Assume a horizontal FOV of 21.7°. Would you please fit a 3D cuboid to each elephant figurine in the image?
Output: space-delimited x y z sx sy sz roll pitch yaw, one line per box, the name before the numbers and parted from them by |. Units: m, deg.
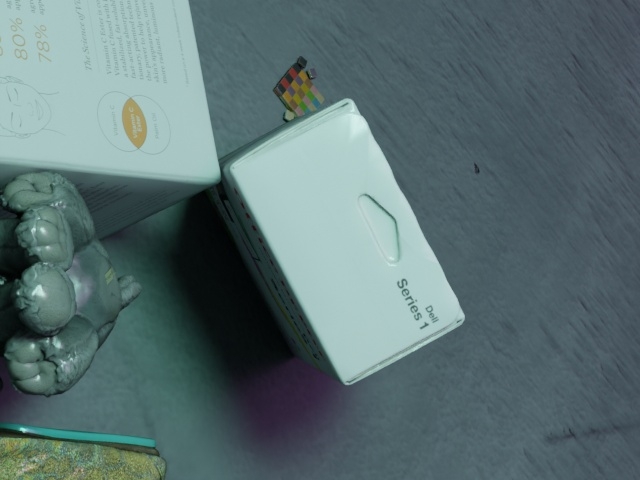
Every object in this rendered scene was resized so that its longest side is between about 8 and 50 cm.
elephant figurine | -0.280 0.040 1.213 0.169 0.239 0.186 -84 160 -51

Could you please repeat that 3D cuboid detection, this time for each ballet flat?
ballet flat | -0.258 0.171 1.194 0.348 0.123 0.123 19 59 -41

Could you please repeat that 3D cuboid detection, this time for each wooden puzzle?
wooden puzzle | -0.021 -0.147 1.677 0.049 0.006 0.083 52 42 -17

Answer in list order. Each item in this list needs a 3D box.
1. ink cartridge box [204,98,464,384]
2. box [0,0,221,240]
ink cartridge box | 0.000 0.000 1.420 0.117 0.278 0.201 -29 95 -8
box | -0.270 -0.129 1.273 0.345 0.168 0.215 5 69 -47
